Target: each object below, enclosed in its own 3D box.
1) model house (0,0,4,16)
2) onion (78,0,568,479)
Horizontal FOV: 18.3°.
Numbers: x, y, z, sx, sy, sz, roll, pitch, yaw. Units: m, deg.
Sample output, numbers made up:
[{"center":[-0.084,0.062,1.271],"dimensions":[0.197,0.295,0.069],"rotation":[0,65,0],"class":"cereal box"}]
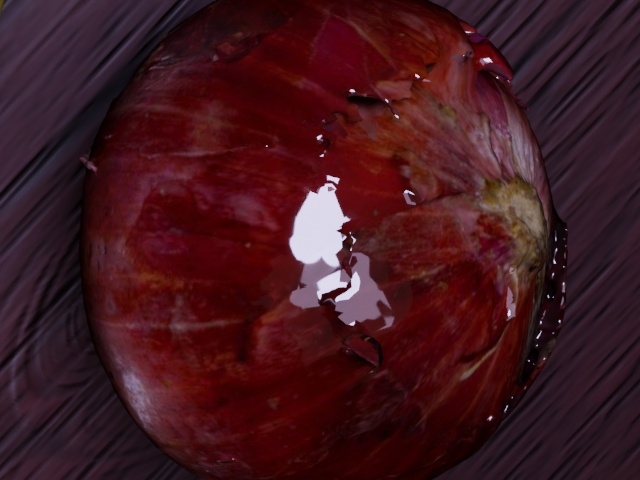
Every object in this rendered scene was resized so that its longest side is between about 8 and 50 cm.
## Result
[{"center":[-0.225,-0.130,0.910],"dimensions":[0.173,0.239,0.268],"rotation":[15,84,18],"class":"model house"},{"center":[0.000,0.000,1.032],"dimensions":[0.276,0.276,0.276],"rotation":[-7,112,-18],"class":"onion"}]
